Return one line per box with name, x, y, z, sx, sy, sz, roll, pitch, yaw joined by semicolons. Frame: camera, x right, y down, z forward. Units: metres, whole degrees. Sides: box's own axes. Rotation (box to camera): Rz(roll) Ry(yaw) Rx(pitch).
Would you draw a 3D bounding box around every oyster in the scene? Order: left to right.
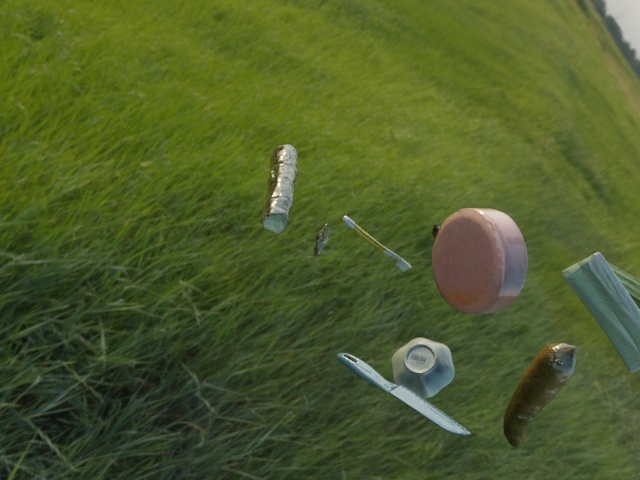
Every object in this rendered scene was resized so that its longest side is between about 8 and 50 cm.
oyster;0.001;-0.001;1.706;0.034;0.093;0.051;22;-2;7

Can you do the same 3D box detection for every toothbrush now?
toothbrush;0.126;0.013;1.403;0.288;0.024;0.021;34;20;-47

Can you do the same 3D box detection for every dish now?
dish;0.289;0.351;1.815;0.066;0.190;0.191;67;12;-50

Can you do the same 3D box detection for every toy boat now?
toy boat;0.832;0.152;1.724;0.276;0.111;0.084;33;55;13

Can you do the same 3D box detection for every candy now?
candy;0.354;0.042;1.447;0.094;0.255;0.256;1;58;-29

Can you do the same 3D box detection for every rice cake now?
rice cake;0.540;0.130;1.154;0.042;0.080;0.222;-21;75;-49

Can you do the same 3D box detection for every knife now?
knife;0.146;0.283;1.182;0.044;0.019;0.313;-14;30;-40

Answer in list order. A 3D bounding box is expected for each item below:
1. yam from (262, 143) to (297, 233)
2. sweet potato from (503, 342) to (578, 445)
yam;-0.078;-0.106;1.232;0.061;0.061;0.274;42;25;-23
sweet potato;0.422;0.308;1.256;0.075;0.274;0.075;15;29;-8
